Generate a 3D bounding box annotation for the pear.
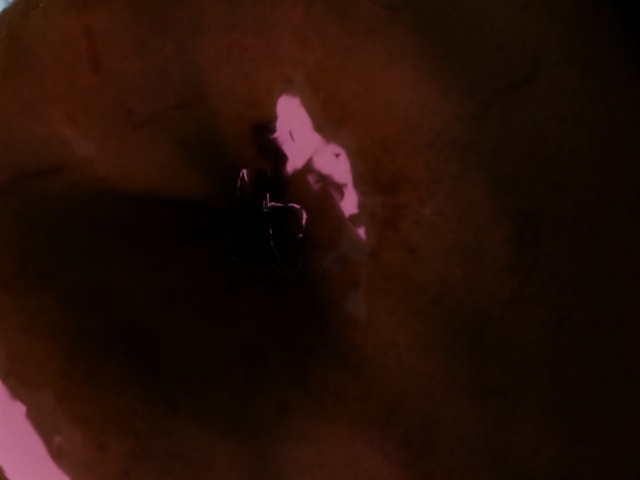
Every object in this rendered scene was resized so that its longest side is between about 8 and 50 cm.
[{"bbox_3d":[0.000,0.000,0.611,0.304,0.304,0.304,57,-178,-3],"label":"pear"}]
